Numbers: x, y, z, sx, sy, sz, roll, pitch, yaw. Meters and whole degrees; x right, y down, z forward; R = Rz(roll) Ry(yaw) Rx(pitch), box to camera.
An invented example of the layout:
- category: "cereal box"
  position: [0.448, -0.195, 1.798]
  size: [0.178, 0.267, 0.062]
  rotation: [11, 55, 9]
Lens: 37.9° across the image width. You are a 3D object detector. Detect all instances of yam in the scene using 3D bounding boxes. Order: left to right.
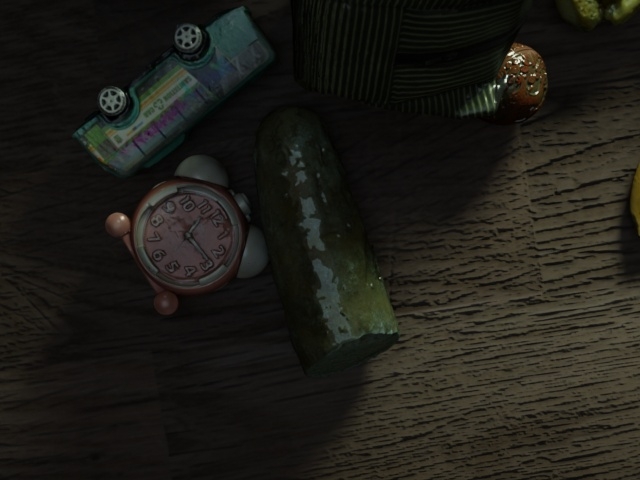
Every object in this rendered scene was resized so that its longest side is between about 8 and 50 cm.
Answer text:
- category: "yam"
  position: [0.000, 0.000, 1.109]
  size: [0.133, 0.133, 0.330]
  rotation: [-15, 89, 7]

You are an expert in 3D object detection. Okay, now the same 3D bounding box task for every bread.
- category: "bread"
  position: [0.307, -0.301, 1.072]
  size: [0.156, 0.103, 0.110]
  rotation: [28, 108, 8]

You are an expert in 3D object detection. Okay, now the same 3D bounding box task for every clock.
- category: "clock"
  position: [-0.156, -0.007, 1.144]
  size: [0.162, 0.093, 0.166]
  rotation: [-31, 90, -2]

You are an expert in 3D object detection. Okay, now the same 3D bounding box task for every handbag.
- category: "handbag"
  position: [0.112, -0.299, 0.979]
  size: [0.240, 0.247, 0.340]
  rotation: [12, 59, 5]

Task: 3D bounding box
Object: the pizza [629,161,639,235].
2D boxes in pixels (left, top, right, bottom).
- category: "pizza"
  position: [0.474, -0.024, 1.101]
  size: [0.181, 0.034, 0.262]
  rotation: [-34, 91, 6]

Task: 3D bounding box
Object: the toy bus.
- category: "toy bus"
  position: [-0.175, -0.180, 1.130]
  size: [0.262, 0.091, 0.109]
  rotation: [-37, 97, 9]

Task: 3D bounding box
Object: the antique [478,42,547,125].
- category: "antique"
  position: [0.216, -0.181, 1.083]
  size: [0.104, 0.104, 0.104]
  rotation: [0, 94, 6]
